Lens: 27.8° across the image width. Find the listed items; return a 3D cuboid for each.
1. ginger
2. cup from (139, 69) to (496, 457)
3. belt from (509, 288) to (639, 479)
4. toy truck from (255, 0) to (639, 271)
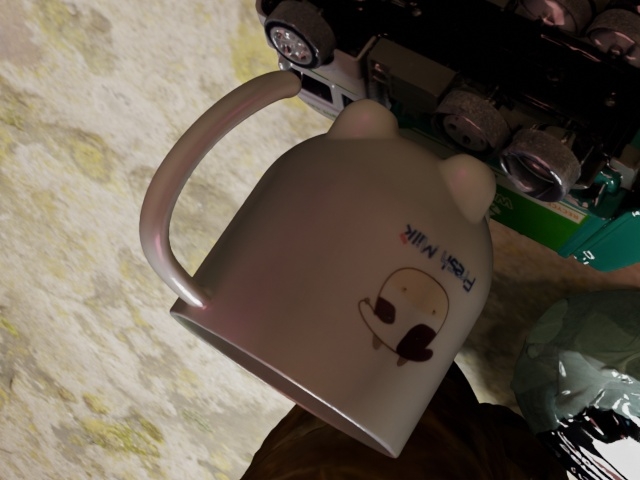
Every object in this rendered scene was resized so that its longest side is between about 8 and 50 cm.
[{"bbox_3d":[0.059,0.185,0.808,0.176,0.418,0.254,-43,88,16],"label":"ginger"},{"bbox_3d":[0.001,0.003,0.649,0.173,0.142,0.134,33,171,-4],"label":"cup"},{"bbox_3d":[0.215,0.115,0.819,0.198,0.078,0.151,39,150,7],"label":"belt"},{"bbox_3d":[0.092,-0.079,0.691,0.253,0.114,0.124,28,157,21],"label":"toy truck"}]
